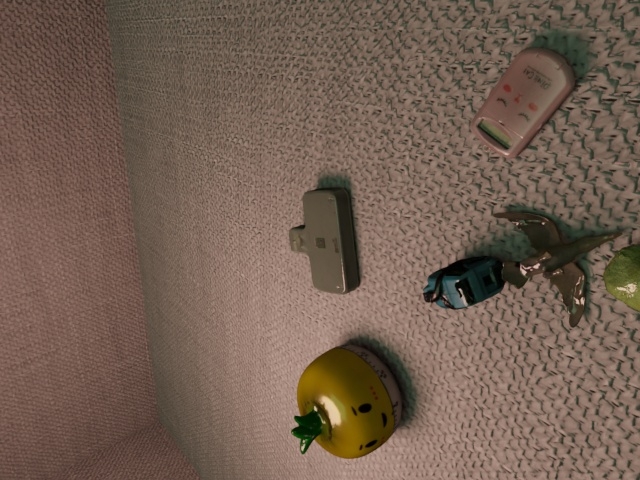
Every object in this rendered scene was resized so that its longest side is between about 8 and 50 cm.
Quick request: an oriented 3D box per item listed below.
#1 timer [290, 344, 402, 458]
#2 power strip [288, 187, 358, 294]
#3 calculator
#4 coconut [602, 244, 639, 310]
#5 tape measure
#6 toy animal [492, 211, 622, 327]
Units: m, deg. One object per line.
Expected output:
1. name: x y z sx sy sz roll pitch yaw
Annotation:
1. timer: 0.034 0.412 1.000 0.285 0.285 0.285 20 118 43
2. power strip: 0.000 0.000 1.048 0.194 0.059 0.264 5 107 43
3. calculator: 0.312 -0.211 0.646 0.100 0.032 0.175 50 135 24
4. coconut: 0.444 0.053 0.558 0.096 0.088 0.087 35 128 42
5. tape measure: 0.256 0.074 0.735 0.125 0.146 0.080 -25 85 66
6. toy animal: 0.369 0.031 0.625 0.155 0.095 0.219 -35 78 53
